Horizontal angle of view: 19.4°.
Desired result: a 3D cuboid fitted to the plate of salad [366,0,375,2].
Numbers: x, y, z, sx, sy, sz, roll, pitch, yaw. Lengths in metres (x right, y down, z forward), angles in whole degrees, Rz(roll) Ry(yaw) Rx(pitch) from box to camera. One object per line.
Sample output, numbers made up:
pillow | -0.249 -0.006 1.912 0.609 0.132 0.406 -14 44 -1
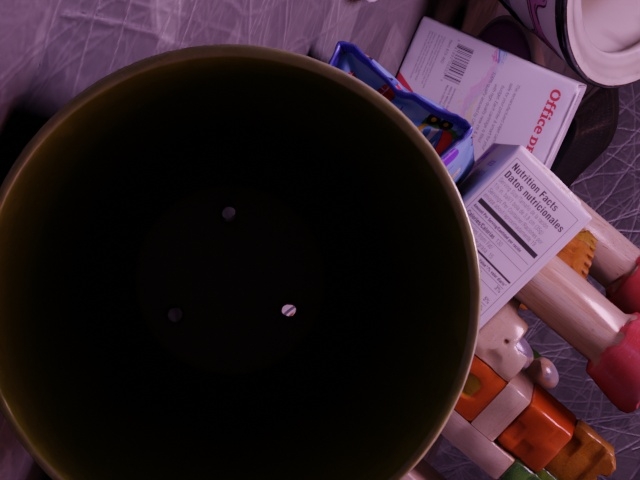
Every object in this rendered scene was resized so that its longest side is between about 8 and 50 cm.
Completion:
plate of salad | 0.088 -0.287 1.558 0.200 0.048 0.200 -61 168 -22

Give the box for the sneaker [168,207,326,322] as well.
sneaker | -0.071 0.048 1.375 0.321 0.126 0.127 -54 164 0

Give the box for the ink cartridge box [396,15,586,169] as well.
ink cartridge box | 0.163 -0.133 1.888 0.127 0.175 0.072 -66 168 10

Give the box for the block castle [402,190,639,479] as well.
block castle | 0.175 0.195 1.843 0.453 0.213 0.303 -49 -179 20

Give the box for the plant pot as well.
plant pot | -0.054 0.027 1.156 0.293 0.275 0.274 -140 -105 -88

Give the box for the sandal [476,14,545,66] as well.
sandal | 0.123 -0.053 2.041 0.102 0.169 0.416 15 103 -37

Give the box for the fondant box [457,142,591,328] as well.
fondant box | 0.085 0.057 1.712 0.330 0.096 0.238 -44 -177 2

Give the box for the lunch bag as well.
lunch bag | 0.000 0.000 1.615 0.293 0.138 0.221 -56 173 -1

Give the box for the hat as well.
hat | 0.232 -0.102 2.371 0.331 0.134 0.331 -42 159 -20

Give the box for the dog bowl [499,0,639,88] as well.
dog bowl | 0.314 -0.367 1.892 0.408 0.150 0.408 -35 143 -33
